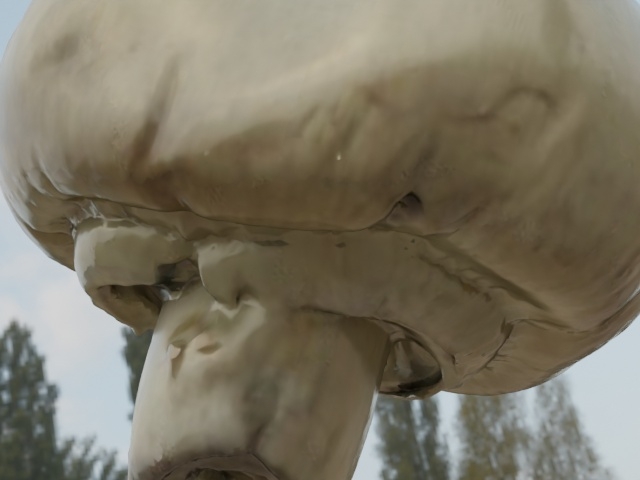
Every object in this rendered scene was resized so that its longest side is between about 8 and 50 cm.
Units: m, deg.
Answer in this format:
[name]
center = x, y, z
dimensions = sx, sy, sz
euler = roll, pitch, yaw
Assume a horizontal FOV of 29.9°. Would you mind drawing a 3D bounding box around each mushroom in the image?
[mushroom]
center = 0.000, 0.000, 0.441
dimensions = 0.254, 0.234, 0.260
euler = 24, -20, -24
